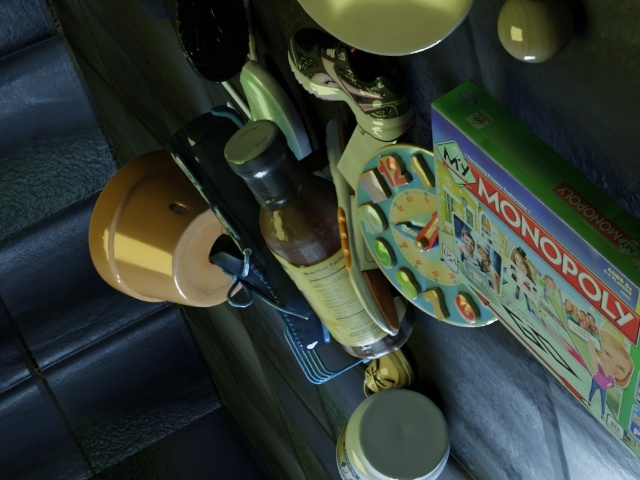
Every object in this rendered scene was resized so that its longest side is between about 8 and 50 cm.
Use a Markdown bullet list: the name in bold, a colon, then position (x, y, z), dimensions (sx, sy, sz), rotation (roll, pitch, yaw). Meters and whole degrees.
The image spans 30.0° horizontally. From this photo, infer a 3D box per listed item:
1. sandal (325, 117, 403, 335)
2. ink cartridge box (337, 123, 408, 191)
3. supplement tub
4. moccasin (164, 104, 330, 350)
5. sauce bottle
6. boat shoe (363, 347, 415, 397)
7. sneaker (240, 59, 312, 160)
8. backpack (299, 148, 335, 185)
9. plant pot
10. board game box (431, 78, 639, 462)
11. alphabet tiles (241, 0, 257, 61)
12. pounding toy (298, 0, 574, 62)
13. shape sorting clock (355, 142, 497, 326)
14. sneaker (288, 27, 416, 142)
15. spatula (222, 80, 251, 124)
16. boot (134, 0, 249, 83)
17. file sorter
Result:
- **sandal**: position (0.066, -0.028, 1.337), dimensions (0.102, 0.076, 0.265), rotation (36, -141, -63)
- **ink cartridge box**: position (0.064, -0.102, 1.267), dimensions (0.063, 0.029, 0.115), rotation (54, 132, 33)
- **supplement tub**: position (0.101, 0.286, 1.665), dimensions (0.144, 0.144, 0.200), rotation (59, 167, 14)
- **moccasin**: position (-0.094, -0.005, 1.545), dimensions (0.342, 0.116, 0.138), rotation (65, 176, -12)
- **sauce bottle**: position (0.000, 0.000, 1.419), dimensions (0.344, 0.111, 0.111), rotation (57, 173, -36)
- **boat shoe**: position (0.093, 0.195, 1.703), dimensions (0.063, 0.059, 0.170), rotation (58, 166, 19)
- **sneaker**: position (-0.092, -0.105, 1.615), dimensions (0.094, 0.151, 0.256), rotation (38, 151, 64)
- **backpack**: position (0.001, -0.050, 1.521), dimensions (0.114, 0.084, 0.105), rotation (61, 171, -9)
- **plant pot**: position (-0.252, -0.002, 2.211), dimensions (0.203, 0.291, 0.291), rotation (26, 144, 43)
- **board game box**: position (0.205, 0.041, 0.949), dimensions (0.317, 0.046, 0.213), rotation (47, 162, 34)
- **alphabet tiles**: position (-0.178, -0.411, 1.649), dimensions (0.342, 0.011, 0.285), rotation (55, 165, 29)
- **pounding toy**: position (0.085, -0.234, 0.861), dimensions (0.236, 0.110, 0.183), rotation (17, 129, 30)
- **shape sorting clock**: position (0.110, -0.002, 1.187), dimensions (0.206, 0.040, 0.206), rotation (32, 137, 35)
- **sneaker**: position (0.034, -0.178, 1.202), dimensions (0.178, 0.072, 0.077), rotation (38, 149, 35)
- **spatula**: position (-0.098, -0.146, 1.849), dimensions (0.242, 0.019, 0.168), rotation (52, 164, 39)
- **boot**: position (-0.185, -0.322, 1.608), dimensions (0.247, 0.094, 0.207), rotation (71, 162, -6)
- **file sorter**: position (0.018, 0.141, 1.785), dimensions (0.118, 0.104, 0.170), rotation (62, 167, 7)
